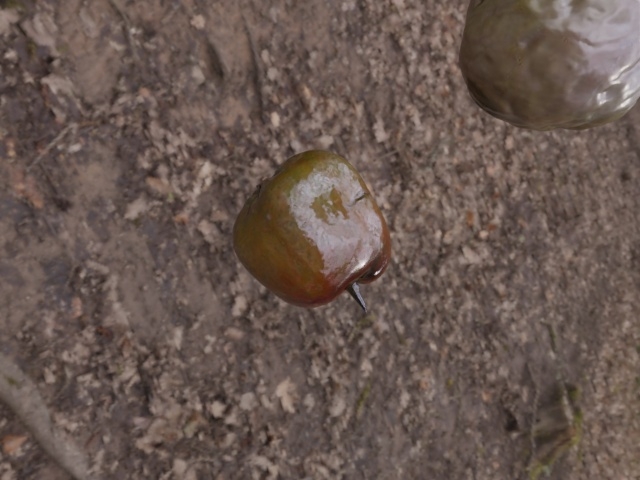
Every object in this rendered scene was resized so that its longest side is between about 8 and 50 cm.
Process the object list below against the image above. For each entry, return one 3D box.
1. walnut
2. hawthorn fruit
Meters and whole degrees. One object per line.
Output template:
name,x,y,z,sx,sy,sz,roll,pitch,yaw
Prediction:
walnut,0.287,-0.250,0.942,0.248,0.248,0.248,49,29,-40
hawthorn fruit,0.000,0.000,1.377,0.301,0.267,0.268,54,24,-4
